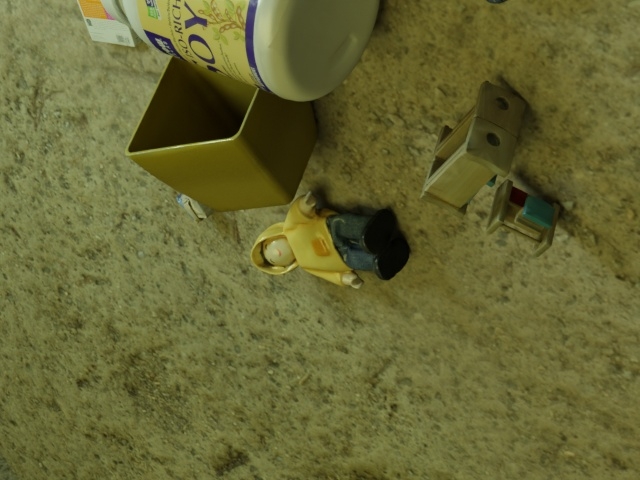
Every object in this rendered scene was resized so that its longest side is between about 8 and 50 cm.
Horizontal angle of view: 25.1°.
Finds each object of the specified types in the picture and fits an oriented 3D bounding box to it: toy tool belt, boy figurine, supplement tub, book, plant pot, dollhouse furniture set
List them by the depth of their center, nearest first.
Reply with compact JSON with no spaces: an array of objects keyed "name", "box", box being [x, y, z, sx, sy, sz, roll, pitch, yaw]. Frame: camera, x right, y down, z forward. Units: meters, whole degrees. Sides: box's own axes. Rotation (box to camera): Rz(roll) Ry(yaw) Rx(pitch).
[{"name":"dollhouse furniture set","box":[0.253,-0.094,1.899,0.183,0.129,0.129,26,146,-11]},{"name":"supplement tub","box":[-0.113,-0.342,1.918,0.331,0.241,0.241,23,138,31]},{"name":"plant pot","box":[-0.123,-0.157,2.124,0.212,0.212,0.187,-6,139,34]},{"name":"boy figurine","box":[0.000,0.000,2.259,0.285,0.092,0.177,0,126,43]},{"name":"book","box":[-0.347,-0.383,2.307,0.096,0.035,0.144,14,134,34]},{"name":"toy tool belt","box":[-0.223,-0.069,2.460,0.051,0.052,0.083,-28,101,46]}]

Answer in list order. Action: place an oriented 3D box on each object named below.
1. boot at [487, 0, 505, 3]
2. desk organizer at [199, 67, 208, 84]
[{"name":"boot","box":[0.185,-0.328,1.764,0.190,0.069,0.086,-2,117,46]},{"name":"desk organizer","box":[-0.174,-0.295,2.195,0.050,0.047,0.130,40,144,7]}]
